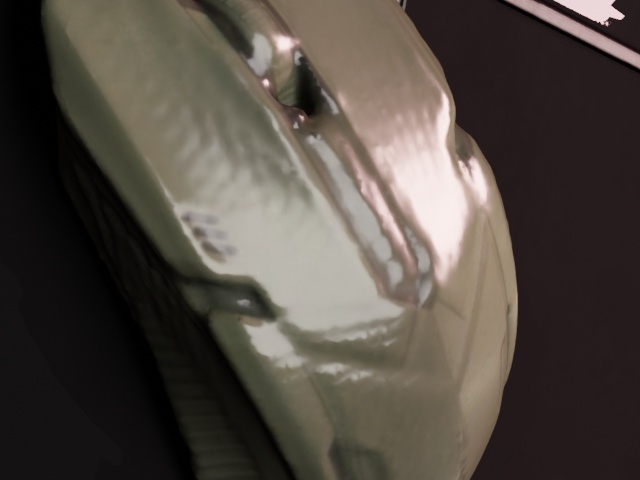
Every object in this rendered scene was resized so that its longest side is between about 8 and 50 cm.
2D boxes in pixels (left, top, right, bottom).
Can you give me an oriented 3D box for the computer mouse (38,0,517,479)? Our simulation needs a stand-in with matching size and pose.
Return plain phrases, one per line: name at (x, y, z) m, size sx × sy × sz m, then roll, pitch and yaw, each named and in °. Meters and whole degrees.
computer mouse at (0.001, -0.002, 0.913) m, size 0.228 × 0.145 × 0.429 m, roll -36°, pitch 112°, yaw -30°
